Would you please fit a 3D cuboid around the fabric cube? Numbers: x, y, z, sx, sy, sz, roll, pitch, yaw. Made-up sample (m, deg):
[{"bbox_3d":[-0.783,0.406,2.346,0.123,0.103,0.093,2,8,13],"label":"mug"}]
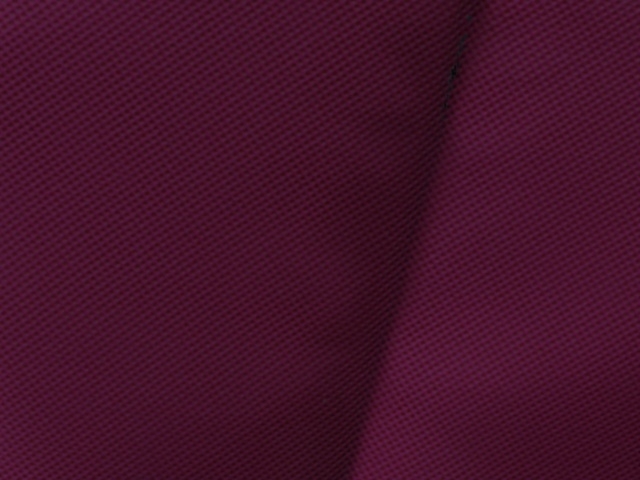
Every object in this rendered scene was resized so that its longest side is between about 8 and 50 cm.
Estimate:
[{"bbox_3d":[0.000,0.000,0.462,0.254,0.259,0.258,-99,22,-68],"label":"fabric cube"}]
